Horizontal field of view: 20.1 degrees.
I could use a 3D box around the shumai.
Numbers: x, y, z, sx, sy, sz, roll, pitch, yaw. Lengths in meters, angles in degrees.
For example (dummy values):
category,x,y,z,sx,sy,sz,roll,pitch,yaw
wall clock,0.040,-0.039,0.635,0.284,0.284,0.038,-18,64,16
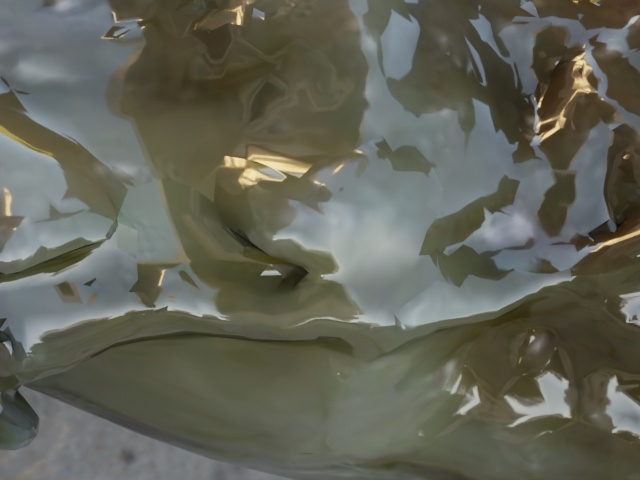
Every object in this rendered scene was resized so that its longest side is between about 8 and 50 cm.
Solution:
category,x,y,z,sx,sy,sz,roll,pitch,yaw
shumai,-0.002,0.002,0.476,0.283,0.346,0.217,-22,124,-40
